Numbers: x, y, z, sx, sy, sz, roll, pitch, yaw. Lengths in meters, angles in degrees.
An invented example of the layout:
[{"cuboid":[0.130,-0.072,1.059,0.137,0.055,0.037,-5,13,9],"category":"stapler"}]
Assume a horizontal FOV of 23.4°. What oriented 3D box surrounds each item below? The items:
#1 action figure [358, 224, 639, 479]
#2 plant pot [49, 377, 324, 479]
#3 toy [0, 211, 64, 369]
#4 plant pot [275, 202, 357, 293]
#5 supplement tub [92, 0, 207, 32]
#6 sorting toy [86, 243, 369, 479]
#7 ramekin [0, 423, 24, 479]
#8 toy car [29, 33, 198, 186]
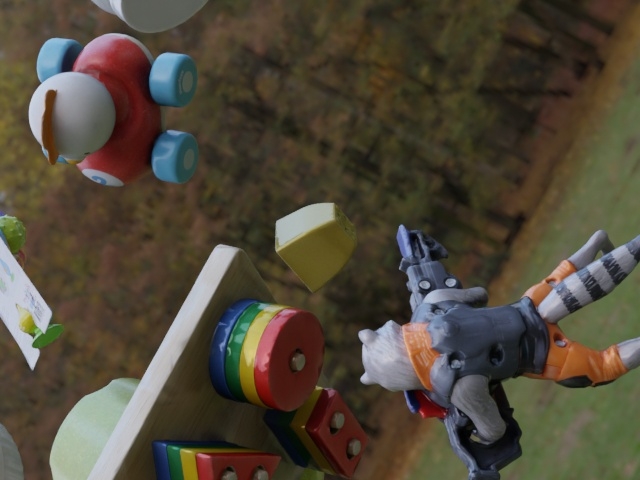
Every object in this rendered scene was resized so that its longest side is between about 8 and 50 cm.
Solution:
[{"cuboid":[0.190,0.070,1.684,0.330,0.341,0.178,-19,-34,-10],"category":"action figure"},{"cuboid":[-0.180,0.294,1.854,0.276,0.254,0.276,-25,-53,-39],"category":"plant pot"},{"cuboid":[-0.362,0.018,1.776,0.056,0.237,0.137,-21,-22,-30],"category":"toy"},{"cuboid":[0.000,0.000,1.961,0.083,0.081,0.081,-33,25,17],"category":"plant pot"},{"cuboid":[-0.201,-0.317,1.548,0.144,0.200,0.144,-30,-29,-19],"category":"supplement tub"},{"cuboid":[-0.060,0.182,1.333,0.257,0.089,0.255,-63,-35,-27],"category":"sorting toy"},{"cuboid":[-0.411,0.255,1.617,0.207,0.207,0.109,-61,-20,-7],"category":"ramekin"},{"cuboid":[-0.313,-0.152,2.054,0.238,0.219,0.210,-38,-46,-58],"category":"toy car"}]
